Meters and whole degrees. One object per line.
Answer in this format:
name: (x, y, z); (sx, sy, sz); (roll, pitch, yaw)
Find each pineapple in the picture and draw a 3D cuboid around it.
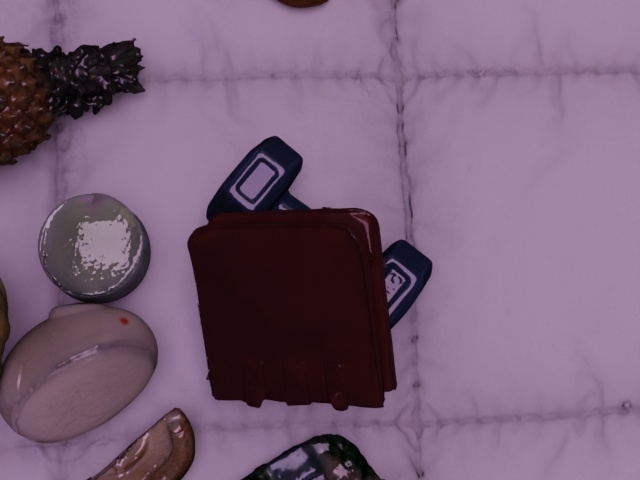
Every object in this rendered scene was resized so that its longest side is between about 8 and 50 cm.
pineapple: (-0.425, -0.212, 1.577); (0.362, 0.202, 0.202); (-22, 86, -18)

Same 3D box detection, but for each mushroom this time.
mushroom: (-0.252, 0.326, 1.583); (0.210, 0.072, 0.094); (-44, 87, -4)

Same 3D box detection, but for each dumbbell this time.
dumbbell: (0.000, 0.000, 1.604); (0.316, 0.156, 0.143); (39, 53, 0)

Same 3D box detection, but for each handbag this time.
handbag: (-0.038, 0.095, 1.520); (0.260, 0.084, 0.275); (-3, 110, 18)

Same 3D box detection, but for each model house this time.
model house: (-0.014, 0.422, 1.494); (0.298, 0.284, 0.243); (-32, 92, -7)

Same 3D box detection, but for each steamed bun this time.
steamed bun: (-0.336, 0.170, 1.553); (0.228, 0.177, 0.130); (-35, 54, 4)

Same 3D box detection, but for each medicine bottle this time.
medicine bottle: (-0.312, 0.013, 1.576); (0.147, 0.143, 0.147); (0, 83, -4)

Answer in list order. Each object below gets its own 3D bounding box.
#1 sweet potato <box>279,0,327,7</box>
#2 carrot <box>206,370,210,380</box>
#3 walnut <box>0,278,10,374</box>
sweet potato: (-0.081, -0.393, 1.682); (0.202, 0.055, 0.058); (19, 119, -4)
carrot: (-0.096, 0.153, 1.634); (0.165, 0.035, 0.035); (-37, 88, -5)
walnut: (-0.547, 0.118, 1.479); (0.277, 0.282, 0.253); (25, 114, -18)
